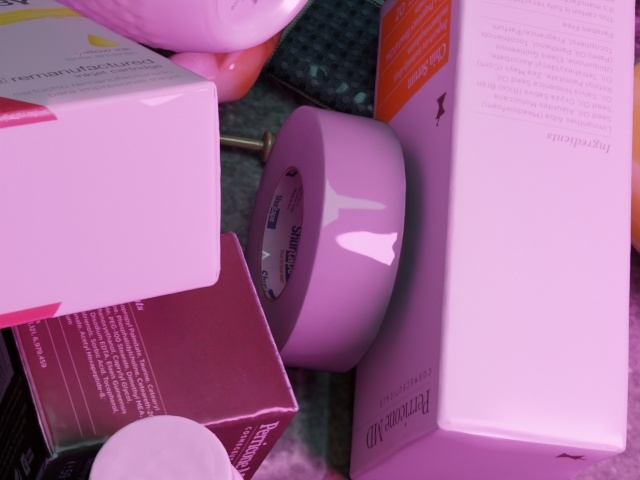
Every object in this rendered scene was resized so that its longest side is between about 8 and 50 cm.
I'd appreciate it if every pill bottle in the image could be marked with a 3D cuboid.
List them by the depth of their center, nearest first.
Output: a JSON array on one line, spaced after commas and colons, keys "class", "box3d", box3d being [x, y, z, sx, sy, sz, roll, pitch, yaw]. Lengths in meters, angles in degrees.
[{"class": "pill bottle", "box3d": [-0.104, 0.223, 1.395, 0.121, 0.221, 0.121, -2, 58, 3]}]

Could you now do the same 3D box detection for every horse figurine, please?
[{"class": "horse figurine", "box3d": [-0.128, -0.155, 1.704, 0.263, 0.066, 0.174, -35, 59, -22]}]

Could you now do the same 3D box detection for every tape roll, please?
[{"class": "tape roll", "box3d": [0.000, 0.000, 1.592, 0.072, 0.219, 0.219, 9, 57, -16]}]

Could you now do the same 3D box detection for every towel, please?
[{"class": "towel", "box3d": [0.084, -0.228, 1.865, 0.312, 0.056, 0.324, 30, 56, 9]}]

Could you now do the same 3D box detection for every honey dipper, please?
[{"class": "honey dipper", "box3d": [-0.094, -0.091, 1.732, 0.161, 0.030, 0.030, 7, 57, -14]}]

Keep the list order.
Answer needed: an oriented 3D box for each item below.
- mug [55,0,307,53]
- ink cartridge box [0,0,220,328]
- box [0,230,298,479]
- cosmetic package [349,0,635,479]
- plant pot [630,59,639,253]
[{"class": "mug", "box3d": [-0.123, -0.345, 1.640, 0.328, 0.276, 0.374, 37, 66, 24]}, {"class": "ink cartridge box", "box3d": [-0.286, -0.076, 1.432, 0.279, 0.160, 0.385, -13, 25, -29]}, {"class": "box", "box3d": [-0.156, 0.114, 1.489, 0.203, 0.168, 0.167, -8, 62, -25]}, {"class": "cosmetic package", "box3d": [0.144, -0.027, 1.604, 0.161, 0.230, 0.453, 9, 70, -15]}, {"class": "plant pot", "box3d": [0.378, -0.054, 1.778, 0.239, 0.254, 0.254, 38, 52, 23]}]
